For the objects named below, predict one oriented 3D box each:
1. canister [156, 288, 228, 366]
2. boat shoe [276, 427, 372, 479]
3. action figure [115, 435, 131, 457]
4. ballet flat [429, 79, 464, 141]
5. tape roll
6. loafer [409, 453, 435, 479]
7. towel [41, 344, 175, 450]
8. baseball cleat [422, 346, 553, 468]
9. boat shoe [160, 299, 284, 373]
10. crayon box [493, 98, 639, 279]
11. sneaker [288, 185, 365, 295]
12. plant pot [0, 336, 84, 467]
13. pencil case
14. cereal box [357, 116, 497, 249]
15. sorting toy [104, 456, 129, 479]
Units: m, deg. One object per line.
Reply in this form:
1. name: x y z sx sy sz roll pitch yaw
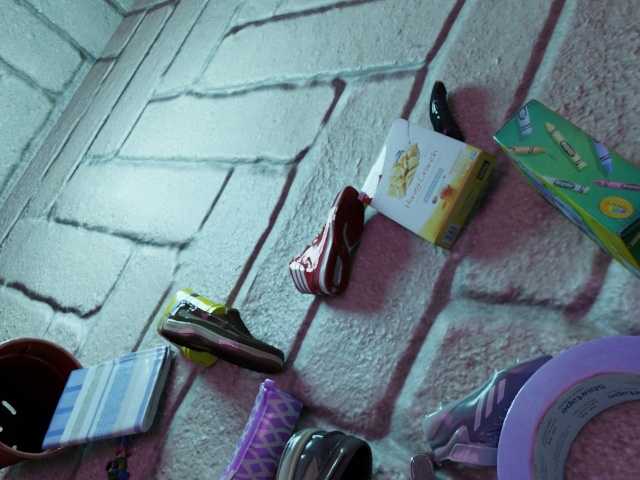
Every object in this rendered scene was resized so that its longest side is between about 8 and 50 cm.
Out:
1. canister: -0.261 0.175 1.466 0.170 0.073 0.126 17 73 52
2. boat shoe: -0.007 0.423 0.956 0.130 0.132 0.356 -17 51 37
3. action figure: -0.407 0.391 1.469 0.030 0.038 0.115 -46 39 28
4. ballet flat: 0.233 -0.237 1.330 0.049 0.057 0.173 0 52 -2
5. tape roll: 0.339 0.248 0.780 0.274 0.090 0.275 -26 45 29
6. loafer: 0.139 0.354 0.948 0.045 0.039 0.125 -1 57 6
7. towel: -0.449 0.336 1.502 0.284 0.034 0.209 -17 40 23
8. baseball cleat: 0.234 0.233 0.932 0.206 0.072 0.109 -38 53 24
9. boat shoe: -0.175 0.167 1.315 0.257 0.095 0.095 15 65 21
10. crayon box: 0.366 -0.062 0.941 0.081 0.165 0.278 -44 38 9
11. sneaker: 0.000 0.000 1.333 0.128 0.087 0.221 -8 54 40
12. plant pot: -0.706 0.394 1.611 0.265 0.272 0.273 -33 40 35
13. pencil case: -0.105 0.338 1.161 0.086 0.088 0.206 5 63 45
14. cereal box: 0.177 -0.106 1.240 0.240 0.047 0.173 35 102 52
15. sorting toy: -0.417 0.472 1.407 0.061 0.042 0.102 -34 40 21
